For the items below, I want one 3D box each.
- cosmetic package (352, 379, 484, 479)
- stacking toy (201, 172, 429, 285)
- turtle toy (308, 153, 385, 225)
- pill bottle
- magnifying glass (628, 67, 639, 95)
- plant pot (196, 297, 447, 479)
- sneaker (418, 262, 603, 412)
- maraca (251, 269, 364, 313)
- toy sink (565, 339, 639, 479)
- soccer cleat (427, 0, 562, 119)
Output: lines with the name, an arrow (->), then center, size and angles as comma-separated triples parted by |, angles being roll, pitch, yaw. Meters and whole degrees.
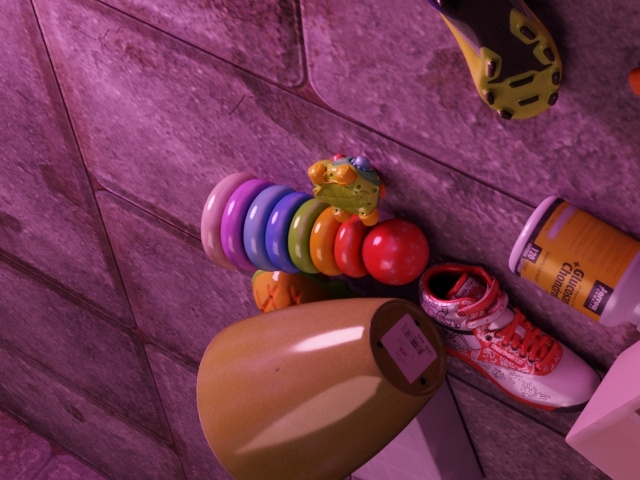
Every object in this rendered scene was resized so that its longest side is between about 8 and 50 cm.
cosmetic package -> 0.086, 0.268, 2.255 | 0.284, 0.097, 0.377 | 16, 145, 35
stacking toy -> 0.000, 0.000, 1.924 | 0.330, 0.141, 0.141 | 13, 144, 34
turtle toy -> 0.032, -0.075, 1.829 | 0.130, 0.066, 0.095 | 9, 140, 46
pill bottle -> 0.316, 0.034, 1.601 | 0.184, 0.103, 0.103 | 31, 152, 16
magnifying glass -> 0.391, -0.151, 1.311 | 0.231, 0.026, 0.092 | 7, 139, 48
plant pot -> 0.024, 0.188, 1.913 | 0.275, 0.275, 0.293 | 46, 136, -13
sneaker -> 0.243, 0.124, 1.844 | 0.270, 0.090, 0.145 | 27, 153, 28
maraca -> -0.018, 0.087, 2.110 | 0.186, 0.099, 0.127 | 10, 141, 21
toy sink -> 0.421, 0.192, 1.660 | 0.131, 0.153, 0.234 | 38, 152, 2
soccer cleat -> 0.167, -0.234, 1.417 | 0.093, 0.121, 0.289 | -25, 137, 16
